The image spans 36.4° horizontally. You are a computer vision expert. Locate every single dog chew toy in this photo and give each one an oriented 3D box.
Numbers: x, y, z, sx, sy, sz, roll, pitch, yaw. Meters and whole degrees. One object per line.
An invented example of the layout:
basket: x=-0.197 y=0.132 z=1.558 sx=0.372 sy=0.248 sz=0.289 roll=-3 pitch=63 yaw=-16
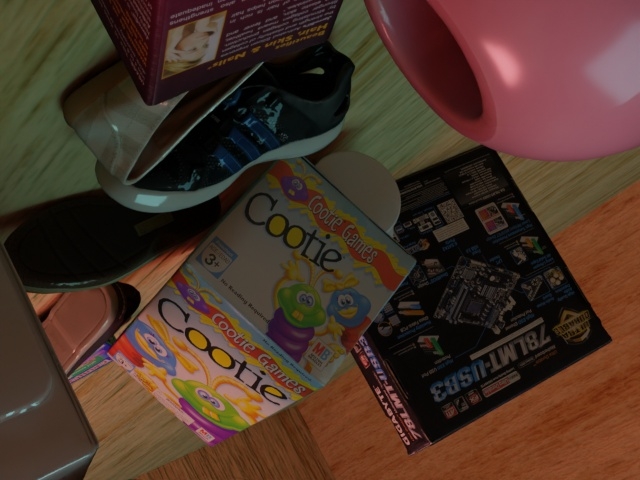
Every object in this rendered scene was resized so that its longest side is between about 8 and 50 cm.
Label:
dog chew toy: x=0.182 y=-0.188 z=0.486 sx=0.331 sy=0.207 sz=0.206 roll=-36 pitch=168 yaw=-6

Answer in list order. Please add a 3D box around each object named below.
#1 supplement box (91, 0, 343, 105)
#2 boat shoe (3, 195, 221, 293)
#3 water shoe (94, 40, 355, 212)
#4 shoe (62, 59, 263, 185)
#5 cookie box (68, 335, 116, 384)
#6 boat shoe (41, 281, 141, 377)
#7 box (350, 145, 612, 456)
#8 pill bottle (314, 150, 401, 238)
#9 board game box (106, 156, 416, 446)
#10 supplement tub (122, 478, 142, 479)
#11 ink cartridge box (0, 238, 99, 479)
supplement box: x=-0.037 y=-0.146 z=0.399 sx=0.104 sy=0.081 sz=0.188 roll=-25 pitch=167 yaw=-21
boat shoe: x=-0.166 y=0.002 z=0.758 sx=0.190 sy=0.068 sz=0.072 roll=-18 pitch=175 yaw=-42
water shoe: x=-0.062 y=-0.087 z=0.656 sx=0.203 sy=0.073 sz=0.080 roll=-27 pitch=150 yaw=-38
shoe: x=-0.054 y=-0.110 z=0.560 sx=0.219 sy=0.058 sz=0.076 roll=-34 pitch=167 yaw=21
cookie box: x=-0.269 y=0.124 z=1.056 sx=0.091 sy=0.040 sz=0.107 roll=-29 pitch=169 yaw=-6
boat shoe: x=-0.253 y=0.107 z=0.952 sx=0.206 sy=0.075 sz=0.065 roll=-40 pitch=164 yaw=22
box: x=0.159 y=0.060 z=1.172 sx=0.295 sy=0.293 sz=0.073 roll=-24 pitch=167 yaw=-26
pill bottle: x=0.000 y=0.000 z=0.973 sx=0.124 sy=0.124 sz=0.221 roll=-23 pitch=166 yaw=-26
board game box: x=-0.064 y=0.063 z=0.858 sx=0.142 sy=0.144 sz=0.275 roll=-50 pitch=-175 yaw=-32
supplement tub: x=-0.204 y=0.318 z=0.592 sx=0.324 sy=0.235 sz=0.235 roll=-25 pitch=167 yaw=-15
ink cartridge box: x=-0.285 y=0.120 z=0.638 sx=0.198 sy=0.197 sz=0.270 roll=-23 pitch=166 yaw=-26
